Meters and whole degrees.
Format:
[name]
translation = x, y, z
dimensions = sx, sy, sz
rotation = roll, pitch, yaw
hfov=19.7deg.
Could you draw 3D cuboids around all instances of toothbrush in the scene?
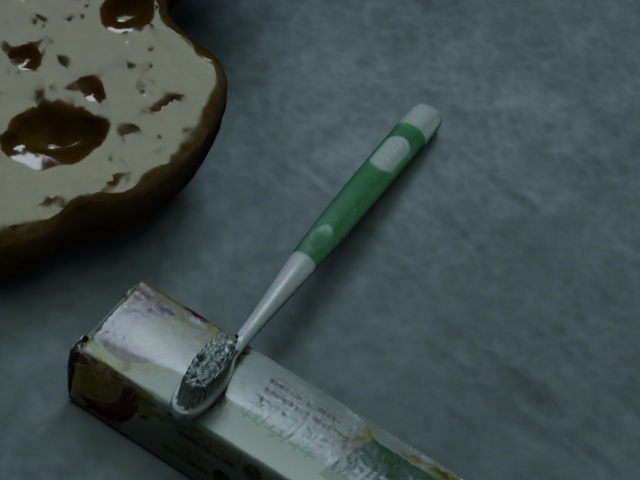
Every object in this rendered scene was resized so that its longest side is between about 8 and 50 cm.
[toothbrush]
translation = 0.000, 0.000, 0.833
dimensions = 0.018, 0.024, 0.257
rotation = 30, 40, 9

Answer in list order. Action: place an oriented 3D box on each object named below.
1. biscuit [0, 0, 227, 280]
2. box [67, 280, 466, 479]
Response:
[biscuit]
translation = -0.185, -0.156, 0.838
dimensions = 0.381, 0.074, 0.359
rotation = -13, 83, -17
[box]
translation = -0.009, 0.092, 0.781
dimensions = 0.207, 0.041, 0.050
rotation = 32, 50, 9
